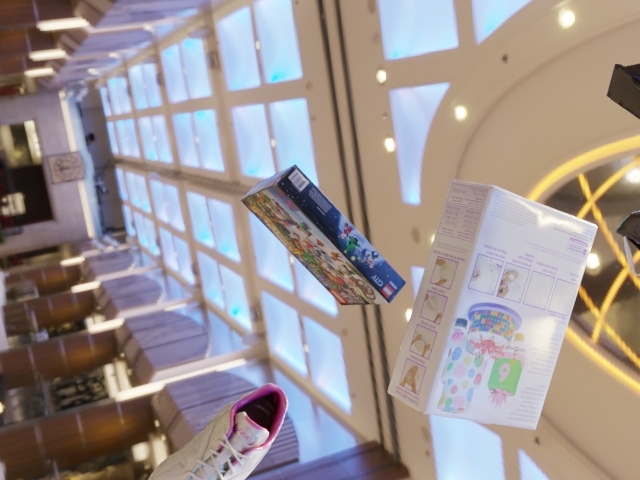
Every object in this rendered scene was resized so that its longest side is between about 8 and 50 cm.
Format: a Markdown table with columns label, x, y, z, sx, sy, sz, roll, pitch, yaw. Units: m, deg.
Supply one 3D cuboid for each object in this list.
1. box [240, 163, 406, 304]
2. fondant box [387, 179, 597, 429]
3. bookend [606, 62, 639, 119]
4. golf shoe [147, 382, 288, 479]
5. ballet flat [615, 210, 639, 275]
| label | x | y | z | sx | sy | sz | roll | pitch | yaw |
| --- | --- | --- | --- | --- | --- | --- | --- | --- | --- |
| box | 0.000 | 0.000 | 1.113 | 0.233 | 0.044 | 0.159 | 46 | -21 | -12 |
| fondant box | 0.258 | 0.100 | 1.133 | 0.096 | 0.238 | 0.330 | 17 | -89 | 57 |
| bookend | 0.675 | -0.290 | 1.484 | 0.157 | 0.156 | 0.072 | -123 | -154 | -46 |
| golf shoe | -0.153 | 0.317 | 1.101 | 0.115 | 0.306 | 0.140 | 40 | -44 | 2 |
| ballet flat | 0.725 | 0.070 | 1.633 | 0.280 | 0.096 | 0.095 | 61 | 6 | 9 |
